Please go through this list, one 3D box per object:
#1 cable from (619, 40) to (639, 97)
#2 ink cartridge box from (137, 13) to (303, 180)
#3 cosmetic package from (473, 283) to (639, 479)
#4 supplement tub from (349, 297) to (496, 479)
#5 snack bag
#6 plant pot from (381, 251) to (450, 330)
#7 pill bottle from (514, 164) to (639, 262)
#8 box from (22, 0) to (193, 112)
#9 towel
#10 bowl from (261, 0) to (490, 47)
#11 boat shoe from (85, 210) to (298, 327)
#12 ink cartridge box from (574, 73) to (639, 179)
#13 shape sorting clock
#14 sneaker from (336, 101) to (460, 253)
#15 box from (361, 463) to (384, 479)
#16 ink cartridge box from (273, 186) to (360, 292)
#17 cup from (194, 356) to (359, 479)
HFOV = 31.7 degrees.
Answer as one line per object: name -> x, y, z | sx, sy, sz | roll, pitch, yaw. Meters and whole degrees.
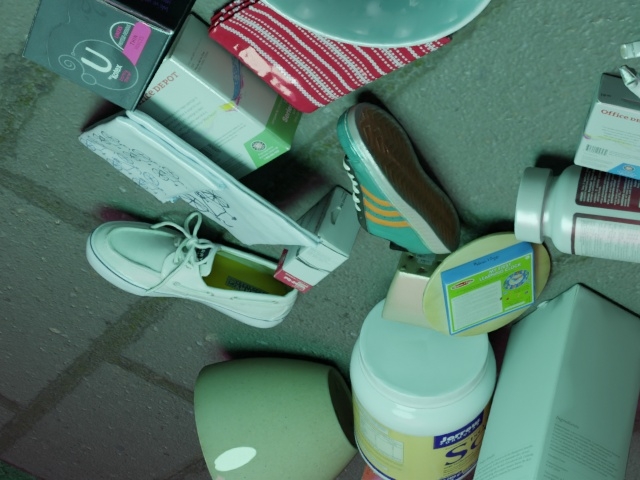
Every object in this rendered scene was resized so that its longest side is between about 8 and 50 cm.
cable -> 0.490, -0.188, 1.237 | 0.257, 0.089, 0.257 | -17, 133, 41
ink cartridge box -> -0.153, -0.192, 1.562 | 0.212, 0.093, 0.154 | 34, 144, -25
cosmetic package -> 0.362, 0.276, 1.716 | 0.155, 0.365, 0.197 | 29, 148, -10
supplement tub -> 0.171, 0.252, 1.895 | 0.241, 0.241, 0.331 | 12, 146, 12
snack bag -> -0.191, -0.079, 1.687 | 0.342, 0.037, 0.323 | 35, 167, -19
plant pot -> 0.161, 0.064, 1.761 | 0.109, 0.109, 0.096 | 12, 136, 13
pill bottle -> 0.375, -0.036, 1.483 | 0.221, 0.121, 0.121 | 8, 145, 18
box -> -0.199, -0.308, 1.256 | 0.143, 0.270, 0.165 | 27, 147, -10
towel -> 0.005, -0.264, 1.432 | 0.199, 0.031, 0.275 | 39, 142, -27
bowl -> 0.052, -0.364, 1.144 | 0.312, 0.163, 0.311 | 13, 146, 9
boat shoe -> -0.205, 0.036, 1.879 | 0.367, 0.135, 0.156 | 22, 147, -8
ink cartridge box -> 0.374, -0.140, 1.397 | 0.089, 0.052, 0.122 | 15, 148, 7
shape sorting clock -> 0.248, 0.066, 1.691 | 0.206, 0.040, 0.206 | -14, 138, -13
sneaker -> 0.084, -0.072, 1.595 | 0.121, 0.108, 0.302 | -10, 138, 31
box -> 0.168, 0.423, 2.087 | 0.154, 0.300, 0.142 | 11, 144, 11
ink cartridge box -> 0.000, 0.000, 1.741 | 0.063, 0.109, 0.150 | 31, 145, -14
cup -> -0.059, 0.356, 2.147 | 0.237, 0.331, 0.331 | -21, 134, 12
